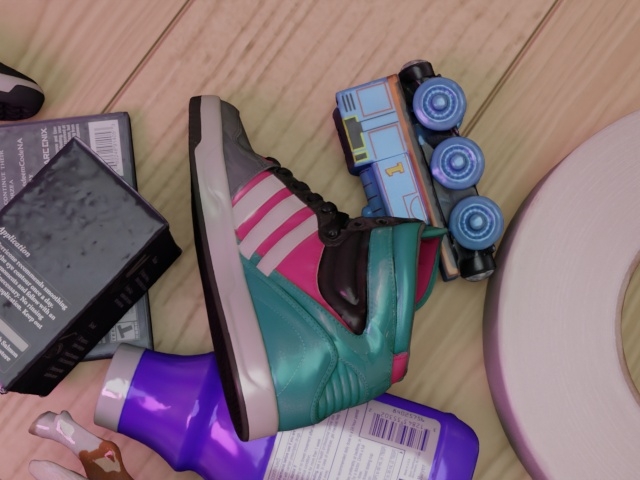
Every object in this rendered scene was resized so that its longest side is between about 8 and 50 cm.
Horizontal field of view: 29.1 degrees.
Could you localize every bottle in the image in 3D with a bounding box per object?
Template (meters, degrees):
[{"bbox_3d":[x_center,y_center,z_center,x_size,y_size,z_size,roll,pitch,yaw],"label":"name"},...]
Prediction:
[{"bbox_3d":[-0.028,0.151,0.935,0.283,0.092,0.118,17,82,-1],"label":"bottle"}]

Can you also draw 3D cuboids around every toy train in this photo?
[{"bbox_3d":[0.078,-0.049,0.980,0.105,0.080,0.184,-17,86,3],"label":"toy train"}]

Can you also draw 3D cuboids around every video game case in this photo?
[{"bbox_3d":[-0.278,0.008,0.974,0.274,0.026,0.196,-6,83,-4],"label":"video game case"}]

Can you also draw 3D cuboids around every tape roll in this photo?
[{"bbox_3d":[0.326,0.076,0.979,0.392,0.072,0.392,0,81,-3],"label":"tape roll"}]

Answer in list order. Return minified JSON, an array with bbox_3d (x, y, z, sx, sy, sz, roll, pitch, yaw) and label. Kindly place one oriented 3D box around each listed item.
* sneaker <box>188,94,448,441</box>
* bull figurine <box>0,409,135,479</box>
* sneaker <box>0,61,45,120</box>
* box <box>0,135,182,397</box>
[{"bbox_3d":[0.000,0.000,0.916,0.178,0.124,0.295,-8,55,-10],"label":"sneaker"},{"bbox_3d":[-0.206,0.276,0.876,0.188,0.101,0.310,40,102,9],"label":"bull figurine"},{"bbox_3d":[-0.320,-0.171,0.966,0.235,0.084,0.097,21,79,-1],"label":"sneaker"},{"bbox_3d":[-0.188,0.025,0.886,0.093,0.156,0.158,43,82,3],"label":"box"}]
